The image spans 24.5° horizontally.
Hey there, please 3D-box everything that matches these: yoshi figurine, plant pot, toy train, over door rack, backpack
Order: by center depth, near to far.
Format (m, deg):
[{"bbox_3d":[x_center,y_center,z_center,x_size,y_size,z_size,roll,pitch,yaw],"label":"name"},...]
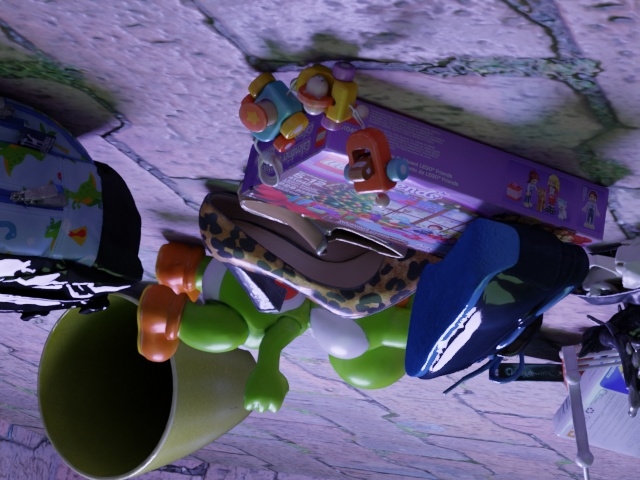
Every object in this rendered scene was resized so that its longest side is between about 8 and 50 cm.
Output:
[{"bbox_3d":[-0.009,-0.084,1.232,0.166,0.125,0.046,3,-161,40],"label":"toy train"},{"bbox_3d":[-0.396,-0.044,1.459,0.355,0.273,0.290,-4,179,-40],"label":"backpack"},{"bbox_3d":[0.427,0.247,1.779,0.239,0.108,0.324,-8,129,8],"label":"over door rack"},{"bbox_3d":[-0.032,0.111,1.832,0.362,0.204,0.203,6,179,11],"label":"yoshi figurine"},{"bbox_3d":[-0.231,0.222,2.251,0.274,0.275,0.293,0,176,35],"label":"plant pot"}]

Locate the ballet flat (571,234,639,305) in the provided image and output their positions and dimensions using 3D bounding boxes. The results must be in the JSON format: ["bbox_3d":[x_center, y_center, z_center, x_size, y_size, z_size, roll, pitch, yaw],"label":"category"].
[{"bbox_3d":[0.316,0.031,1.503,0.074,0.074,0.203,18,165,-23],"label":"ballet flat"}]

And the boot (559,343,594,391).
[{"bbox_3d":[0.386,0.152,1.892,0.158,0.085,0.059,-18,174,2],"label":"boot"}]

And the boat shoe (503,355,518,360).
[{"bbox_3d":[0.223,0.124,1.896,0.059,0.063,0.170,5,165,-1],"label":"boat shoe"}]

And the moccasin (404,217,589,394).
[{"bbox_3d":[0.164,0.077,1.434,0.116,0.138,0.342,8,166,-8],"label":"moccasin"}]

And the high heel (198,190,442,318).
[{"bbox_3d":[0.000,0.000,1.618,0.261,0.093,0.186,-10,136,24],"label":"high heel"}]

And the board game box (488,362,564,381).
[{"bbox_3d":[0.299,0.181,2.015,0.126,0.026,0.186,1,175,2],"label":"board game box"}]

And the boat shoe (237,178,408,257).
[{"bbox_3d":[0.002,-0.020,1.527,0.190,0.072,0.068,9,164,9],"label":"boat shoe"}]

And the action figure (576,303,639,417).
[{"bbox_3d":[0.376,0.118,1.526,0.164,0.141,0.275,-24,-173,-14],"label":"action figure"}]

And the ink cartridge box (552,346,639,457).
[{"bbox_3d":[0.428,0.191,1.830,0.208,0.045,0.206,17,127,-12],"label":"ink cartridge box"}]

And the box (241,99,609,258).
[{"bbox_3d":[0.096,-0.046,1.402,0.293,0.057,0.201,17,163,-21],"label":"box"}]
